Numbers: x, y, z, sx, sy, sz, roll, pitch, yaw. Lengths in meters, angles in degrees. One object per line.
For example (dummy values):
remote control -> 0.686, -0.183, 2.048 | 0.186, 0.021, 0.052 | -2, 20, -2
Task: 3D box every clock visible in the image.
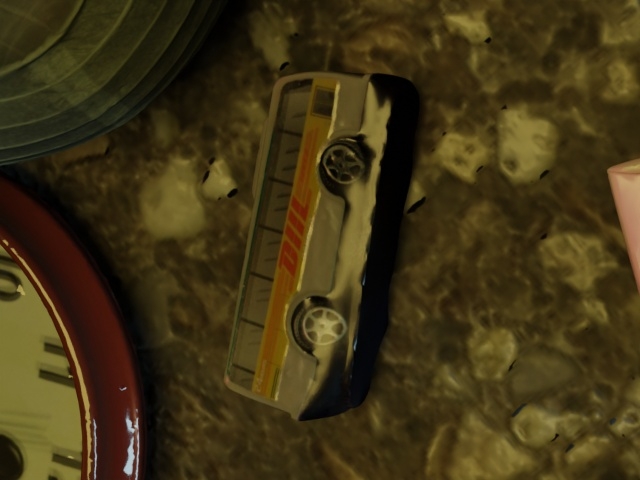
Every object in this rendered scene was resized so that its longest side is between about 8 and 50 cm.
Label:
clock -> -0.244, 0.100, 0.651 | 0.318, 0.080, 0.319 | 1, 93, 15

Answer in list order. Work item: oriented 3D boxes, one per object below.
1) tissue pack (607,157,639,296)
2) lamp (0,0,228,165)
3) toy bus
tissue pack -> 0.175, 0.025, 0.406 | 0.092, 0.246, 0.149 | -15, 88, 22
lamp -> -0.150, -0.155, 0.523 | 0.233, 0.233, 0.265 | 26, 111, 16
toy bus -> 0.000, 0.000, 0.568 | 0.072, 0.057, 0.172 | 14, 99, 27
